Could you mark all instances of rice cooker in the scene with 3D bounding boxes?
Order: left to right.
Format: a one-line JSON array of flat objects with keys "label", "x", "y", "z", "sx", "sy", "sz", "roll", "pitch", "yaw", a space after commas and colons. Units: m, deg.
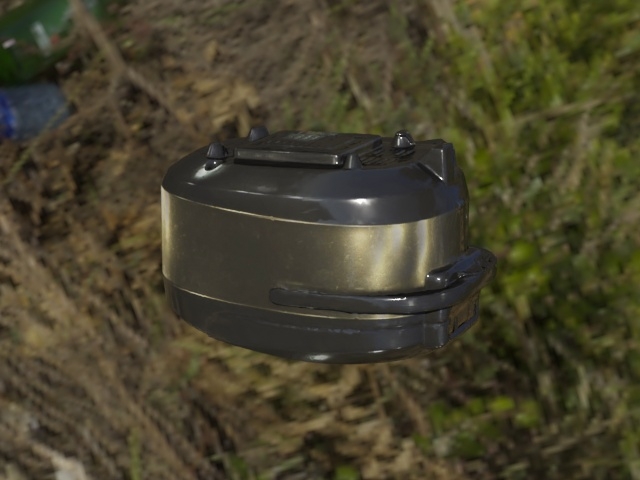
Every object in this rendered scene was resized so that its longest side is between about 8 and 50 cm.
[{"label": "rice cooker", "x": 0.000, "y": 0.000, "z": 0.785, "sx": 0.112, "sy": 0.165, "sz": 0.106, "roll": -29, "pitch": 115, "yaw": -60}]
